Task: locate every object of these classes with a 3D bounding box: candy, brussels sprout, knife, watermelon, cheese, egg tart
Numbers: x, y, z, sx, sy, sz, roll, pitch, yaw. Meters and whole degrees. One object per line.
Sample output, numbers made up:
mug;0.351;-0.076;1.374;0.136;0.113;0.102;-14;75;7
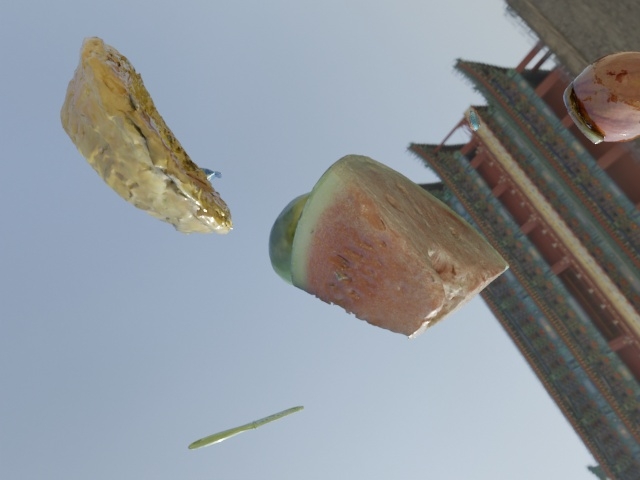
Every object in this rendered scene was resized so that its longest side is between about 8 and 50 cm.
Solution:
candy;-0.264;-0.123;1.054;0.136;0.088;0.038;-5;-86;-11
brussels sprout;-0.005;0.000;0.844;0.181;0.144;0.161;43;-119;-53
knife;-0.114;0.299;0.861;0.207;0.030;0.014;-9;-98;-36
watermelon;0.101;0.034;0.642;0.319;0.148;0.226;24;-153;-32
cheese;0.344;-0.268;1.187;0.111;0.017;0.047;-33;-70;-61
egg tart;-0.184;-0.087;0.553;0.098;0.252;0.231;-37;-89;-4

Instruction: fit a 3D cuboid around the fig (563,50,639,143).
fig;0.624;-0.305;1.139;0.205;0.205;0.205;18;-133;-21

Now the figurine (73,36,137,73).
figurine;-0.382;-0.307;0.973;0.143;0.102;0.068;26;-119;-69
